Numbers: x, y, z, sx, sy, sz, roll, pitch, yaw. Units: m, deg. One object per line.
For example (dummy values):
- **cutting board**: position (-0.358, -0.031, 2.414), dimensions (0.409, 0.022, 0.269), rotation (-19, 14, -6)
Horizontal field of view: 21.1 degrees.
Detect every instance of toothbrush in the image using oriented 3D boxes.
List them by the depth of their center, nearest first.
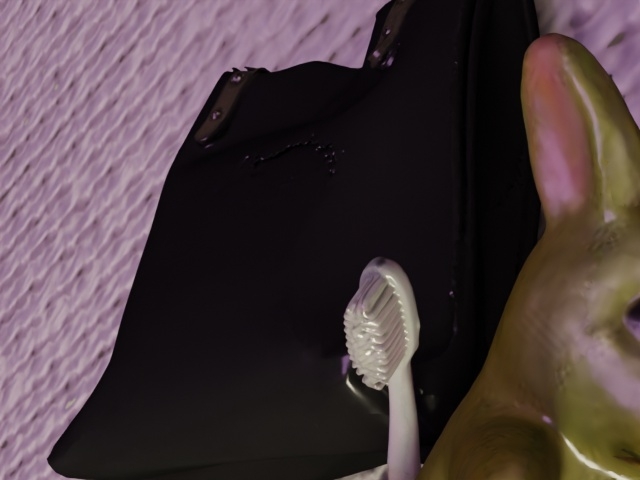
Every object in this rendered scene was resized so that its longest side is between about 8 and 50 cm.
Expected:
- **toothbrush**: position (0.039, 0.121, 0.770), dimensions (0.025, 0.307, 0.029), rotation (17, 51, 24)

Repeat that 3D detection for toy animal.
- **toy animal**: position (0.127, 0.073, 0.660), dimensions (0.180, 0.181, 0.363), rotation (-120, 47, -64)

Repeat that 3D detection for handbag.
- **handbag**: position (0.000, 0.000, 0.937), dimensions (0.342, 0.152, 0.288), rotation (-18, 53, 50)
